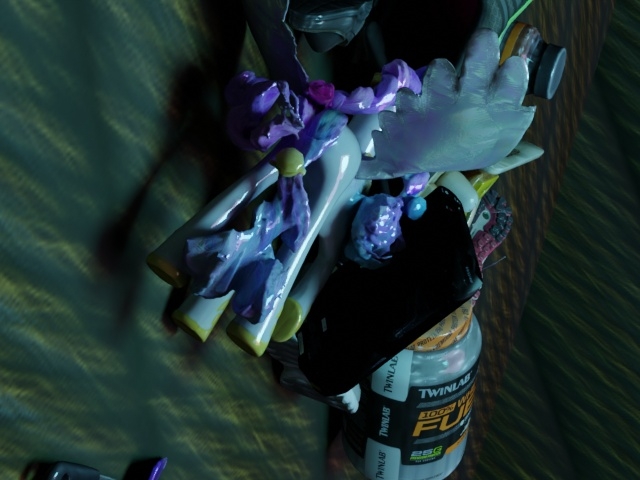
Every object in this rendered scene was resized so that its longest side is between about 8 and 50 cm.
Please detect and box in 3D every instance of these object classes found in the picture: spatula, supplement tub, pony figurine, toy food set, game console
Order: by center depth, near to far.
[{"bbox_3d":[0.000,-0.078,1.164,0.363,0.303,0.351,-53,168,-14],"label":"pony figurine"},{"bbox_3d":[-0.197,0.232,1.202,0.084,0.030,0.296,-66,162,-9],"label":"spatula"},{"bbox_3d":[0.054,-0.017,1.353,0.213,0.044,0.361,-39,-146,25],"label":"game console"},{"bbox_3d":[0.130,0.014,1.485,0.306,0.092,0.220,-51,168,23],"label":"toy food set"},{"bbox_3d":[0.072,-0.263,1.531,0.078,0.019,0.122,-8,115,-70],"label":"toy food set"},{"bbox_3d":[0.217,-0.244,1.690,0.106,0.198,0.106,19,90,-73],"label":"supplement tub"},{"bbox_3d":[0.131,0.197,1.882,0.193,0.193,0.316,-55,155,-43],"label":"supplement tub"}]

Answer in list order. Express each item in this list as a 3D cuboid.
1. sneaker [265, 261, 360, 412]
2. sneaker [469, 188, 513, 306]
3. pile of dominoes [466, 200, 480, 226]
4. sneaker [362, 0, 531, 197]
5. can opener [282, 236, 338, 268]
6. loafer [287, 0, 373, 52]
[{"bbox_3d":[0.008,0.127,1.590,0.281,0.105,0.115,71,41,-62],"label":"sneaker"},{"bbox_3d":[0.213,0.046,2.122,0.299,0.121,0.112,-49,-176,-34],"label":"sneaker"},{"bbox_3d":[0.118,-0.038,1.689,0.040,0.196,0.251,30,77,-36],"label":"pile of dominoes"},{"bbox_3d":[0.118,-0.210,1.479,0.202,0.185,0.483,-30,150,-31],"label":"sneaker"},{"bbox_3d":[0.000,0.000,1.546,0.059,0.073,0.186,-36,170,21],"label":"can opener"},{"bbox_3d":[0.008,-0.220,1.321,0.170,0.062,0.061,-27,138,-64],"label":"loafer"}]
